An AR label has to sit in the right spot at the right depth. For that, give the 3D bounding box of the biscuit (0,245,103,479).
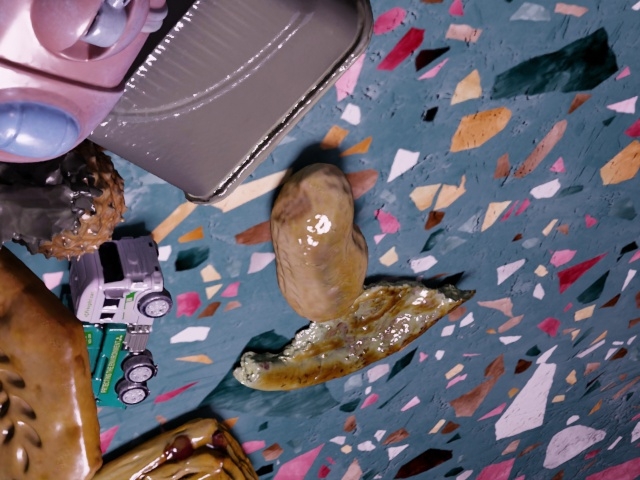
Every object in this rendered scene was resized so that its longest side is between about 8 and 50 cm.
[{"bbox_3d":[-0.366,0.144,1.114,0.359,0.359,0.046,-53,172,26],"label":"biscuit"}]

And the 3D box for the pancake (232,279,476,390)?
[{"bbox_3d":[0.055,0.130,1.656,0.377,0.054,0.197,-25,144,-15],"label":"pancake"}]

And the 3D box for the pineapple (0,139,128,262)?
[{"bbox_3d":[-0.246,-0.038,1.058,0.128,0.128,0.248,-33,-177,-2],"label":"pineapple"}]

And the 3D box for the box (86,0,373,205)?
[{"bbox_3d":[-0.100,-0.174,1.100,0.274,0.138,0.178,-47,139,17],"label":"box"}]

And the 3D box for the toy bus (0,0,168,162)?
[{"bbox_3d":[-0.229,-0.185,0.891,0.197,0.231,0.294,13,124,-47],"label":"toy bus"}]

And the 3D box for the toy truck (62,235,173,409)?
[{"bbox_3d":[-0.247,0.095,1.328,0.116,0.110,0.216,0,134,-24],"label":"toy truck"}]

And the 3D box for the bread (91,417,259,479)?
[{"bbox_3d":[-0.231,0.420,1.674,0.325,0.167,0.277,-32,145,-5],"label":"bread"}]

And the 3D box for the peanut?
[{"bbox_3d":[0.000,0.000,1.415,0.120,0.110,0.236,-5,133,-4],"label":"peanut"}]
